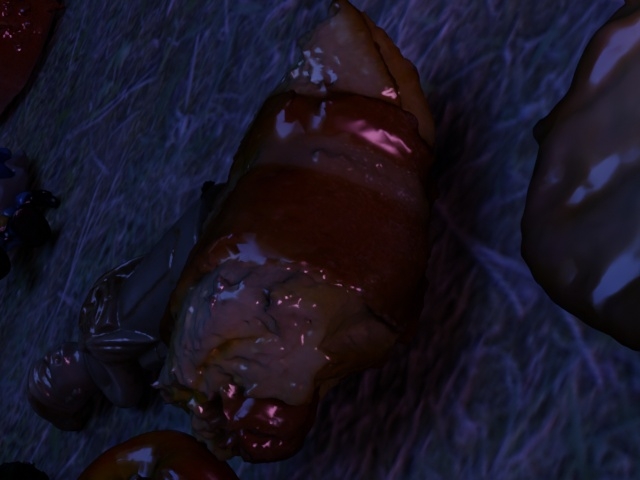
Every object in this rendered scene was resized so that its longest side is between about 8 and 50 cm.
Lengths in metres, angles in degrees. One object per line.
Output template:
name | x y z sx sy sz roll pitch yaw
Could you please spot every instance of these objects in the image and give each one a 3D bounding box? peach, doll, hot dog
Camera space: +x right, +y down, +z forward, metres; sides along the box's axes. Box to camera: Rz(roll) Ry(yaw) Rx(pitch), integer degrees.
peach | -0.073 0.143 0.685 0.101 0.100 0.101 -39 38 39
doll | -0.253 -0.028 1.139 0.096 0.070 0.195 -35 31 -9
hot dog | 0.000 0.000 0.672 0.146 0.103 0.213 127 167 -64

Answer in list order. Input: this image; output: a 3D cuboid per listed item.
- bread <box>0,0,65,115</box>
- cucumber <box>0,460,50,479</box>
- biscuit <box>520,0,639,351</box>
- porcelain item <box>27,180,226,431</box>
bread | -0.287 -0.175 1.298 0.160 0.073 0.160 -42 33 35
cucumber | -0.173 0.210 0.819 0.067 0.067 0.245 -48 35 28
biscuit | 0.172 -0.028 0.458 0.299 0.045 0.154 -1 67 57
porcelain item | -0.105 0.047 0.847 0.213 0.054 0.084 -37 37 42
